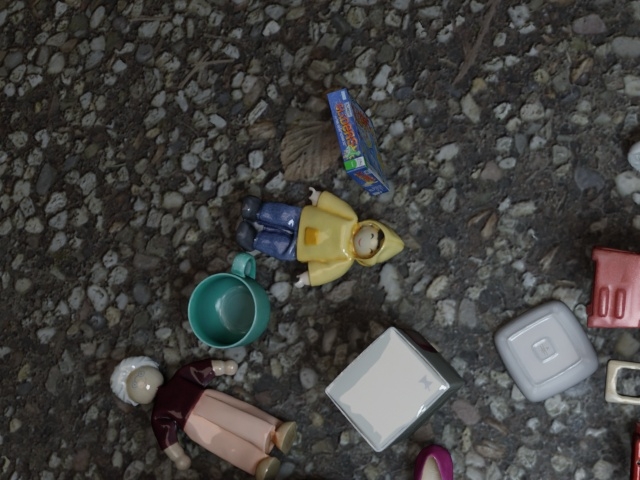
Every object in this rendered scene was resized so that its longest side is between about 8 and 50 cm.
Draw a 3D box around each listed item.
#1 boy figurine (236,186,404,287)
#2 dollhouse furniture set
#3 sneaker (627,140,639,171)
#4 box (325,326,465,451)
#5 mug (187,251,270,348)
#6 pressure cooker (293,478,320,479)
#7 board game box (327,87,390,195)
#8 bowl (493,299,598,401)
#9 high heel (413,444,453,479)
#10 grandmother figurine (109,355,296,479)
[{"bbox_3d":[0.000,0.000,1.618,0.285,0.092,0.177,12,83,20],"label":"boy figurine"},{"bbox_3d":[0.473,0.196,1.407,0.152,0.201,0.373,4,90,16],"label":"dollhouse furniture set"},{"bbox_3d":[0.602,-0.174,1.486,0.235,0.090,0.094,-15,66,9],"label":"sneaker"},{"bbox_3d":[0.123,0.230,1.473,0.148,0.232,0.127,-44,74,5],"label":"box"},{"bbox_3d":[-0.143,0.113,1.631,0.158,0.097,0.129,-41,75,11],"label":"mug"},{"bbox_3d":[-0.065,0.555,1.382,0.376,0.420,0.369,10,83,16],"label":"pressure cooker"},{"bbox_3d":[0.066,-0.160,1.563,0.035,0.201,0.136,-16,79,12],"label":"board game box"},{"bbox_3d":[0.363,0.176,1.510,0.142,0.053,0.142,-30,74,9],"label":"bowl"},{"bbox_3d":[0.180,0.448,1.486,0.082,0.117,0.244,7,84,16],"label":"high heel"},{"bbox_3d":[-0.213,0.291,1.625,0.343,0.104,0.207,21,57,17],"label":"grandmother figurine"}]
